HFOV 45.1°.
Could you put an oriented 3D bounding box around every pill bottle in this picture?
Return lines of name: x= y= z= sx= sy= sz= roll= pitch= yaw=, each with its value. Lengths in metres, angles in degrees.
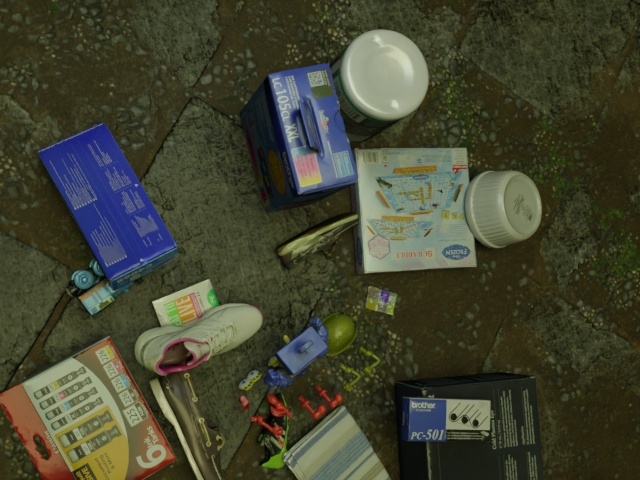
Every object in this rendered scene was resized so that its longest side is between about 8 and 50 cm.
pill bottle: x=0.090 y=-0.341 z=1.810 sx=0.204 sy=0.361 sz=0.204 roll=2 pitch=85 yaw=-17

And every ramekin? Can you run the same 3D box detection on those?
ramekin: x=0.485 y=-0.087 z=2.011 sx=0.207 sy=0.109 sz=0.207 roll=7 pitch=80 yaw=-39

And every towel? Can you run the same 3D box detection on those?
towel: x=0.154 y=0.154 z=1.969 sx=0.083 sy=0.009 sz=0.060 roll=18 pitch=79 yaw=-15
towel: x=0.053 y=0.569 z=1.867 sx=0.209 sy=0.034 sz=0.285 roll=-37 pitch=102 yaw=-28

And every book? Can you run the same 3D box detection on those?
book: x=-0.314 y=0.160 z=1.810 sx=0.144 sy=0.035 sz=0.096 roll=-22 pitch=97 yaw=-19

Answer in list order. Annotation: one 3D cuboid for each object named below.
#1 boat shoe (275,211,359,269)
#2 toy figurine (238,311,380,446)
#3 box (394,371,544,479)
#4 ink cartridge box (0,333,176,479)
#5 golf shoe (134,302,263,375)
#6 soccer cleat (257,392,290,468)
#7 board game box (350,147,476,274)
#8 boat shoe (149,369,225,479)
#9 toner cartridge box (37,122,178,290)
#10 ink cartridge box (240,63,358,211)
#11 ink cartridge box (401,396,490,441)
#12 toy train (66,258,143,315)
boat shoe: x=0.000 y=0.000 z=1.902 sx=0.224 sy=0.080 sz=0.073 roll=-26 pitch=101 yaw=-12
toy figurine: x=-0.011 y=0.277 z=1.768 sx=0.363 sy=0.217 sz=0.191 roll=-33 pitch=70 yaw=-24
box: x=0.368 y=0.513 z=1.915 sx=0.313 sy=0.179 sz=0.343 roll=-1 pitch=85 yaw=-18
ink cartridge box: x=-0.509 y=0.404 z=1.671 sx=0.272 sy=0.130 sz=0.309 roll=-29 pitch=94 yaw=-17
golf shoe: x=-0.260 y=0.233 z=1.751 sx=0.306 sy=0.140 sz=0.115 roll=-19 pitch=110 yaw=-21
soccer cleat: x=-0.112 y=0.454 z=1.831 sx=0.072 sy=0.060 sz=0.178 roll=2 pitch=87 yaw=-16
board game box: x=0.237 y=-0.078 z=1.987 sx=0.319 sy=0.066 sz=0.318 roll=-2 pitch=85 yaw=-18
boat shoe: x=-0.277 y=0.443 z=1.752 sx=0.097 sy=0.116 sz=0.324 roll=-27 pitch=88 yaw=-15
toner cartridge box: x=-0.470 y=-0.078 z=1.706 sx=0.165 sy=0.075 sz=0.347 roll=-28 pitch=76 yaw=-17
ink cartridge box: x=-0.050 y=-0.226 z=1.736 sx=0.151 sy=0.395 sz=0.270 roll=-15 pitch=89 yaw=-18
ink cartridge box: x=0.292 y=0.415 z=1.784 sx=0.207 sy=0.046 sz=0.097 roll=5 pitch=82 yaw=-16
toy train: x=-0.479 y=0.085 z=1.740 sx=0.184 sy=0.080 sz=0.105 roll=-37 pitch=105 yaw=-21
